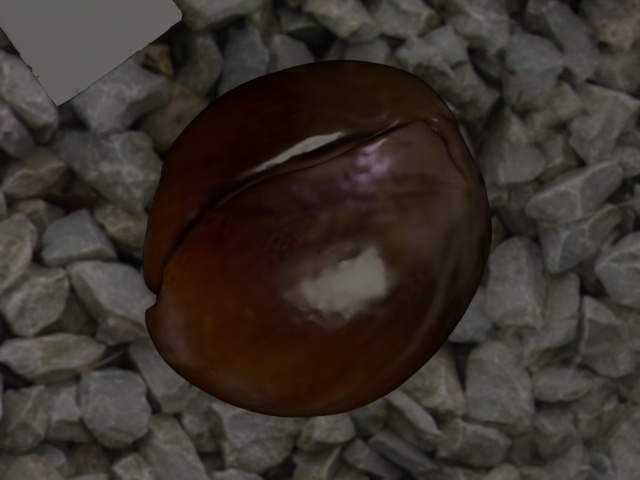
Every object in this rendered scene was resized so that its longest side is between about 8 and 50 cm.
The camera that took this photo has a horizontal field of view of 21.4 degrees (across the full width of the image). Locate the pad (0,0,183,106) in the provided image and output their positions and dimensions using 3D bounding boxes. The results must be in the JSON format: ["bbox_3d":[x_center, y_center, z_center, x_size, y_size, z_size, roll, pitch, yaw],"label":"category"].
[{"bbox_3d":[-0.275,-0.281,1.739,0.163,0.004,0.243,-35,95,2],"label":"pad"}]

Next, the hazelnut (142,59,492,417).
[{"bbox_3d":[0.000,0.000,1.609,0.315,0.372,0.372,23,95,-41],"label":"hazelnut"}]
